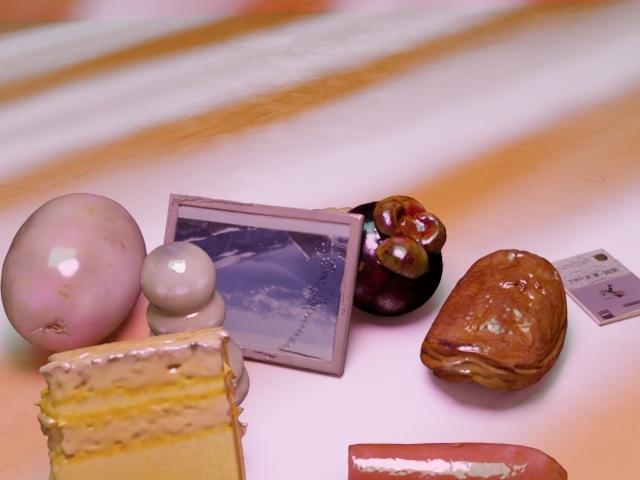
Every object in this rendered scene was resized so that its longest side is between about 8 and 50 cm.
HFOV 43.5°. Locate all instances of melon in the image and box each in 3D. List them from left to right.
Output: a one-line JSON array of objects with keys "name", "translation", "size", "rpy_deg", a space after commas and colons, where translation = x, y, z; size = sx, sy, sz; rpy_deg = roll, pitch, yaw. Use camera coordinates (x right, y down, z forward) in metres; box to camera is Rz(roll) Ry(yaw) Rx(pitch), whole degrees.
[{"name": "melon", "translation": [-0.401, 0.048, 1.325], "size": [0.223, 0.223, 0.317], "rpy_deg": [-6, 31, -1]}]

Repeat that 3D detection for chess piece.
[{"name": "chess piece", "translation": [-0.187, 0.118, 1.151], "size": [0.144, 0.251, 0.144], "rpy_deg": [-4, 31, 2]}]

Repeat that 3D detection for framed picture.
[{"name": "framed picture", "translation": [-0.106, 0.063, 1.269], "size": [0.334, 0.248, 0.022], "rpy_deg": [8, -2, 19]}]

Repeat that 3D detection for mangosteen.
[{"name": "mangosteen", "translation": [0.107, 0.022, 1.304], "size": [0.209, 0.210, 0.210], "rpy_deg": [-4, 32, 3]}]

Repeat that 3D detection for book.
[{"name": "book", "translation": [0.469, 0.074, 1.341], "size": [0.127, 0.014, 0.182], "rpy_deg": [-13, 32, -12]}]

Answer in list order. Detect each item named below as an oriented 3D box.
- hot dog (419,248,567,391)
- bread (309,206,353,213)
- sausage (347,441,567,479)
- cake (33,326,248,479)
[{"name": "hot dog", "translation": [0.257, 0.129, 1.191], "size": [0.196, 0.122, 0.272], "rpy_deg": [9, 39, 26]}, {"name": "bread", "translation": [0.000, 0.000, 1.472], "size": [0.225, 0.081, 0.134], "rpy_deg": [-2, 37, 2]}, {"name": "sausage", "translation": [0.158, 0.292, 0.948], "size": [0.259, 0.114, 0.114], "rpy_deg": [-2, 32, 9]}, {"name": "cake", "translation": [-0.197, 0.259, 0.942], "size": [0.227, 0.286, 0.222], "rpy_deg": [-9, -2, -5]}]
